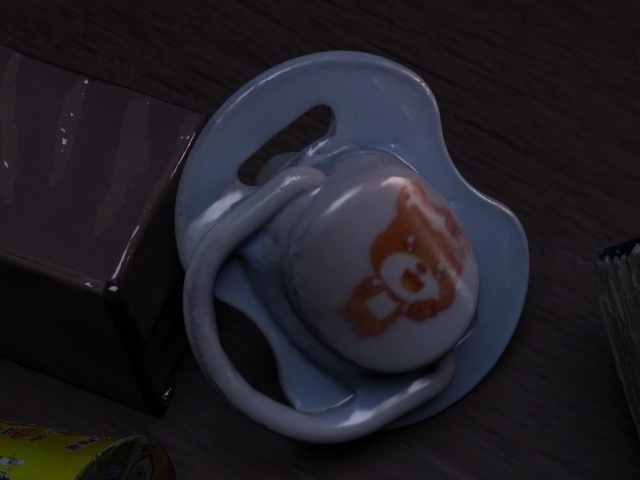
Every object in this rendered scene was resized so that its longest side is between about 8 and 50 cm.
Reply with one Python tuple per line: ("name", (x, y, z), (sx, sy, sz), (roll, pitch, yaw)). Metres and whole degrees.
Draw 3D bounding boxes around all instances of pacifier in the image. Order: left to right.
("pacifier", (0.000, 0.000, 1.313), (0.227, 0.279, 0.207), (-37, 28, -2))

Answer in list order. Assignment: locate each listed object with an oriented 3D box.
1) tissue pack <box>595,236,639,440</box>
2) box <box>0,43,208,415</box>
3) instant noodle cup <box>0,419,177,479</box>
("tissue pack", (0.405, 0.071, 1.171), (0.416, 0.253, 0.264), (-15, 85, -3))
("box", (-0.201, -0.021, 1.336), (0.252, 0.188, 0.153), (20, 64, 17))
("instant noodle cup", (-0.198, 0.201, 1.215), (0.153, 0.205, 0.205), (12, 62, 22))
